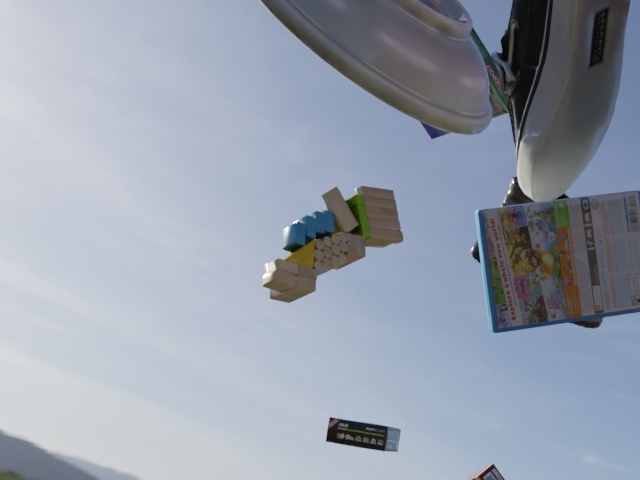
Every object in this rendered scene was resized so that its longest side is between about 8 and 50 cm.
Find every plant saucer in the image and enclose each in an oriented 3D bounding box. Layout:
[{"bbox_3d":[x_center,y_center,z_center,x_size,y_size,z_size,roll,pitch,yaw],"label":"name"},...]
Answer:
[{"bbox_3d":[0.081,-0.300,1.126,0.400,0.400,0.100,25,-60,-24],"label":"plant saucer"}]

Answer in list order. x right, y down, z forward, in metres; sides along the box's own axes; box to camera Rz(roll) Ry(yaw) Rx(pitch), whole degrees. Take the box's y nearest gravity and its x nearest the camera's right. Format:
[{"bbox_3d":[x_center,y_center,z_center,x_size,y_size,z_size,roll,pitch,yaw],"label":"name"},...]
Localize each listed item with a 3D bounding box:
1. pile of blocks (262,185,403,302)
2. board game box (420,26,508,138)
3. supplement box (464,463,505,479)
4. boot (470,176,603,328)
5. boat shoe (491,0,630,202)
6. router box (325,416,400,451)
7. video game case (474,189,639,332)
[{"bbox_3d":[0.000,0.000,1.622,0.113,0.362,0.149,-27,-90,46],"label":"pile of blocks"},{"bbox_3d":[0.207,-0.353,1.671,0.317,0.046,0.213,53,-34,-15],"label":"board game box"},{"bbox_3d":[0.276,0.416,1.484,0.055,0.043,0.083,54,-28,12],"label":"supplement box"},{"bbox_3d":[0.515,0.024,1.925,0.338,0.222,0.118,34,21,7],"label":"boot"},{"bbox_3d":[0.223,-0.184,0.869,0.105,0.113,0.306,40,-33,42],"label":"boat shoe"},{"bbox_3d":[0.067,0.297,1.350,0.092,0.038,0.122,7,-11,15],"label":"router box"},{"bbox_3d":[0.237,0.019,0.855,0.166,0.119,0.015,-7,0,-9],"label":"video game case"}]
